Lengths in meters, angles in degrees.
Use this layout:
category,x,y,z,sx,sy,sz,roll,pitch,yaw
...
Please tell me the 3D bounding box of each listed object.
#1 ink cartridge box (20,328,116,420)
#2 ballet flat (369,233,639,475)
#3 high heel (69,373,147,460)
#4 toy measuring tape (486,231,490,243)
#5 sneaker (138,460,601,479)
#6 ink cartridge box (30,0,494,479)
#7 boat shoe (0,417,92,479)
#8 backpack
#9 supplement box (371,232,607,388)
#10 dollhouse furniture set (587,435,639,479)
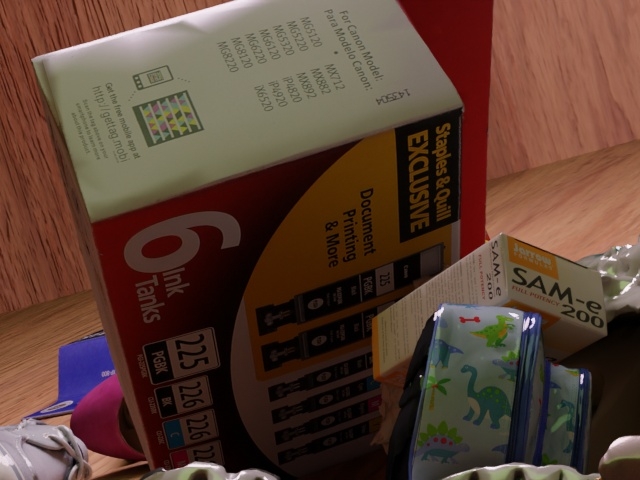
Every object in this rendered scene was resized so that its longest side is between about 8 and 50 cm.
category,x,y,z,sx,sy,sz,roll,pitch,yaw
ink cartridge box,-0.149,0.101,1.817,0.176,0.069,0.371,-14,8,36
ballet flat,0.169,0.070,0.798,0.147,0.147,0.409,-21,3,-35
high heel,-0.103,0.133,1.206,0.244,0.082,0.117,-5,11,28
toy measuring tape,0.030,0.032,1.223,0.330,0.121,0.121,11,-5,-19
sneaker,0.029,0.141,0.630,0.234,0.078,0.106,0,36,12
ink cartridge box,0.000,0.000,0.994,0.272,0.130,0.309,-18,-37,-9
boat shoe,-0.208,0.160,1.204,0.081,0.079,0.227,-23,3,-13
backpack,0.073,0.085,0.716,0.084,0.105,0.114,7,-36,7
supplement box,0.077,0.040,0.782,0.062,0.036,0.098,20,-37,-29
dollhouse furniture set,0.174,0.098,0.580,0.152,0.076,0.058,-4,13,26
